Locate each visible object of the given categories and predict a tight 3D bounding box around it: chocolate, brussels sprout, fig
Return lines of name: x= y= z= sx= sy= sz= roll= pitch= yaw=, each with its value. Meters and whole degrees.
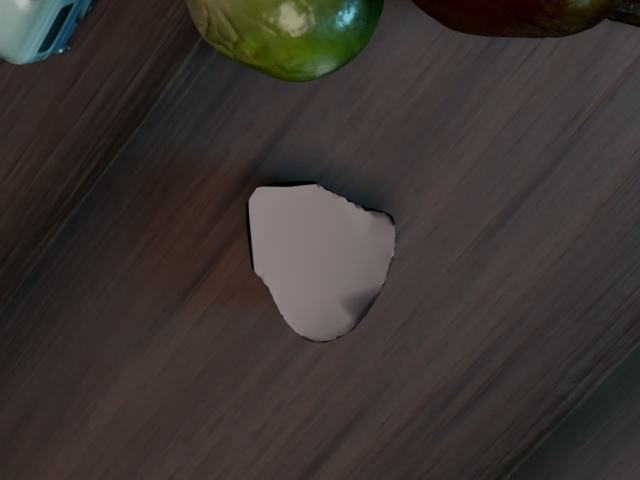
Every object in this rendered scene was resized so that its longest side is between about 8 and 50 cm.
chocolate: x=0.000 y=0.000 z=0.923 sx=0.125 sy=0.080 sz=0.149 roll=-32 pitch=102 yaw=-1
brussels sprout: x=-0.024 y=-0.195 z=0.825 sx=0.155 sy=0.117 sz=0.155 roll=2 pitch=98 yaw=15
fig: x=0.197 y=-0.226 z=0.788 sx=0.290 sy=0.191 sz=0.191 roll=17 pitch=110 yaw=-7

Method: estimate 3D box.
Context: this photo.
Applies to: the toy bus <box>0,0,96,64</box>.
toy bus: x=-0.192 y=-0.268 z=0.765 sx=0.133 sy=0.165 sz=0.271 roll=30 pitch=108 yaw=-12
